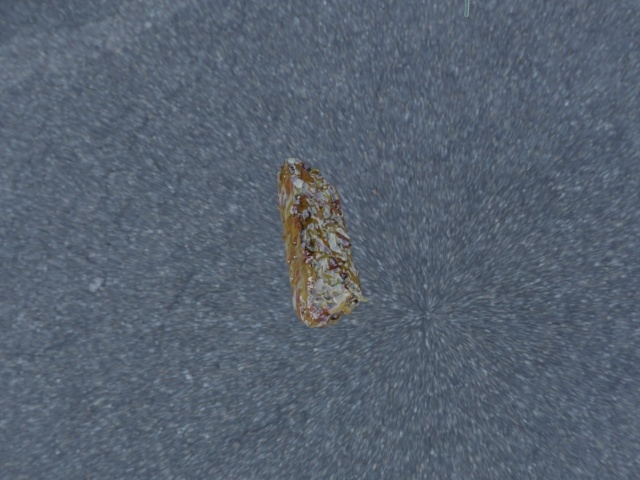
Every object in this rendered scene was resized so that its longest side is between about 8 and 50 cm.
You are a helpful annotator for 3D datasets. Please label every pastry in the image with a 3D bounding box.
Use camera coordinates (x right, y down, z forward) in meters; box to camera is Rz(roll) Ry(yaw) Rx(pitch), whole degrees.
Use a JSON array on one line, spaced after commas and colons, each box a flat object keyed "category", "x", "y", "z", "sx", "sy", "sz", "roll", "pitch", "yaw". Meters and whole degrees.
[{"category": "pastry", "x": -0.001, "y": 0.001, "z": 0.702, "sx": 0.063, "sy": 0.087, "sz": 0.169, "roll": -1, "pitch": 57, "yaw": -14}]

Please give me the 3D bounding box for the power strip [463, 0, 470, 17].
[{"category": "power strip", "x": 0.213, "y": -0.460, "z": 1.137, "sx": 0.034, "sy": 0.092, "sz": 0.267, "roll": 0, "pitch": 94, "yaw": 7}]
